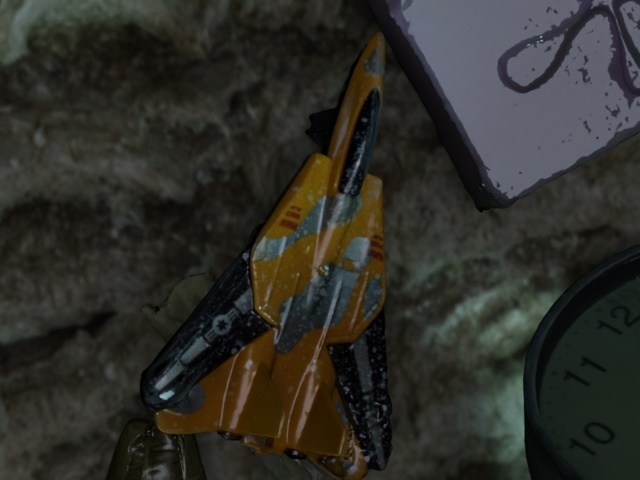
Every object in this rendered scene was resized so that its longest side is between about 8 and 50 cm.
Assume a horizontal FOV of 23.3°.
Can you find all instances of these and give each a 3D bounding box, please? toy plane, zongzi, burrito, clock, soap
[{"bbox_3d":[-0.007,0.001,1.114,0.204,0.103,0.316,20,71,-28],"label":"toy plane"},{"bbox_3d":[-0.161,0.216,1.128,0.176,0.078,0.160,-13,88,-2],"label":"zongzi"},{"bbox_3d":[-0.041,0.123,1.149,0.229,0.063,0.058,51,126,2],"label":"burrito"},{"bbox_3d":[0.294,0.108,1.062,0.319,0.319,0.066,-19,129,-5],"label":"clock"},{"bbox_3d":[0.172,-0.211,1.135,0.285,0.107,0.296,-30,94,-2],"label":"soap"}]
